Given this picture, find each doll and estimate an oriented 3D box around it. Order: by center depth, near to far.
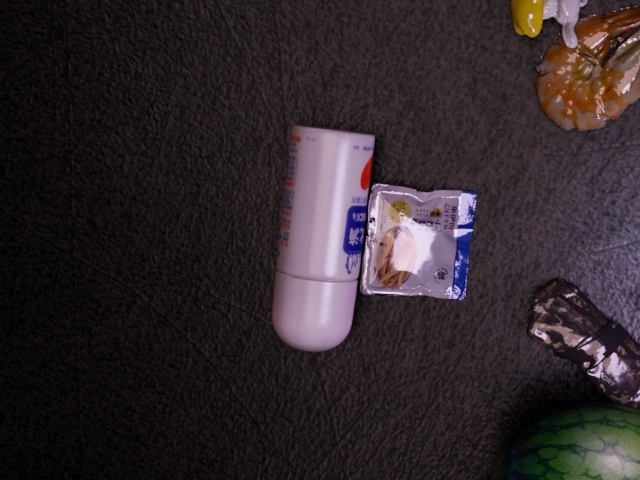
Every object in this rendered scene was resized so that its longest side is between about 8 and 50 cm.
[{"bbox_3d":[0.337,-0.357,1.824,0.113,0.071,0.135,16,79,-5],"label":"doll"}]

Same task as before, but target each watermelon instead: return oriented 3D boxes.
[{"bbox_3d":[0.400,0.398,1.755,0.363,0.363,0.363,1,95,10],"label":"watermelon"}]

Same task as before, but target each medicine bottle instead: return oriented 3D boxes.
[{"bbox_3d":[0.000,0.000,1.887,0.130,0.130,0.341,8,96,9],"label":"medicine bottle"}]

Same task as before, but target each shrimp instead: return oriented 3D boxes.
[{"bbox_3d":[0.443,-0.281,1.822,0.294,0.062,0.154,-37,80,12],"label":"shrimp"}]

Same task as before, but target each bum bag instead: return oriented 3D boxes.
[{"bbox_3d":[0.415,0.162,1.861,0.248,0.069,0.102,38,64,6],"label":"bum bag"}]

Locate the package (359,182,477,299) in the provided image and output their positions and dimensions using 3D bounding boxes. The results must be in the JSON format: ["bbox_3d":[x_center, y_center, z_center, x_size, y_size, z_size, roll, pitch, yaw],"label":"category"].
[{"bbox_3d":[0.149,0.003,1.889,0.173,0.027,0.171,3,95,-12],"label":"package"}]
